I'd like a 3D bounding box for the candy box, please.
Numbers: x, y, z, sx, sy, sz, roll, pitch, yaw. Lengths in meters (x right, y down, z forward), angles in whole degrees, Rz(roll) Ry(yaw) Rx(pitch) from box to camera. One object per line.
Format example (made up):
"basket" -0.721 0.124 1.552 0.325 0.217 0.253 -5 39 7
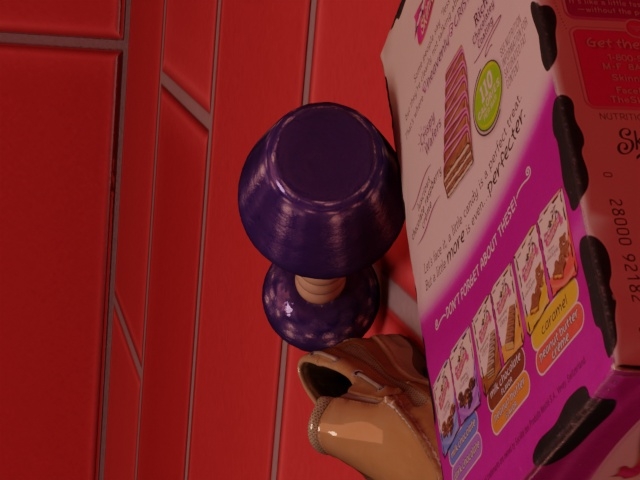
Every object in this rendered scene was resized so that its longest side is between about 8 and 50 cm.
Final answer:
"candy box" 0.085 -0.023 0.514 0.159 0.071 0.233 112 155 -57

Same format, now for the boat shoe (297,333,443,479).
"boat shoe" 0.029 0.097 0.715 0.190 0.072 0.068 -142 55 -73

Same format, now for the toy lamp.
"toy lamp" 0.000 0.000 0.715 0.274 0.080 0.080 92 176 -74
